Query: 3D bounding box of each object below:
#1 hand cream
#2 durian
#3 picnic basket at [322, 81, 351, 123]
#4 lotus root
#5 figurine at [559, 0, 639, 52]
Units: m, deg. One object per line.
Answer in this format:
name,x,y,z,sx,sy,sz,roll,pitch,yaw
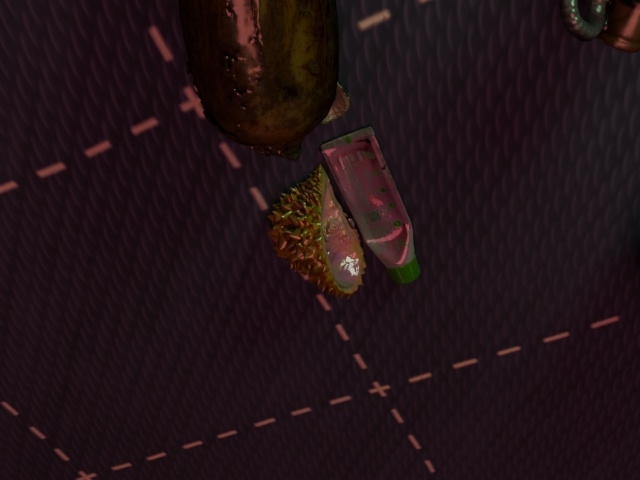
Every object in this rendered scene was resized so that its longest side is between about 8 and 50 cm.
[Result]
hand cream,0.087,-0.048,1.100,0.079,0.050,0.275,-31,119,-8
durian,0.000,-0.001,1.095,0.132,0.165,0.182,-31,153,-15
picnic basket,0.006,-0.194,0.957,0.065,0.083,0.083,-31,125,15
lotus root,-0.074,-0.268,0.831,0.179,0.196,0.398,-19,126,-20
figurine,0.418,-0.395,0.745,0.261,0.186,0.382,6,123,-12
